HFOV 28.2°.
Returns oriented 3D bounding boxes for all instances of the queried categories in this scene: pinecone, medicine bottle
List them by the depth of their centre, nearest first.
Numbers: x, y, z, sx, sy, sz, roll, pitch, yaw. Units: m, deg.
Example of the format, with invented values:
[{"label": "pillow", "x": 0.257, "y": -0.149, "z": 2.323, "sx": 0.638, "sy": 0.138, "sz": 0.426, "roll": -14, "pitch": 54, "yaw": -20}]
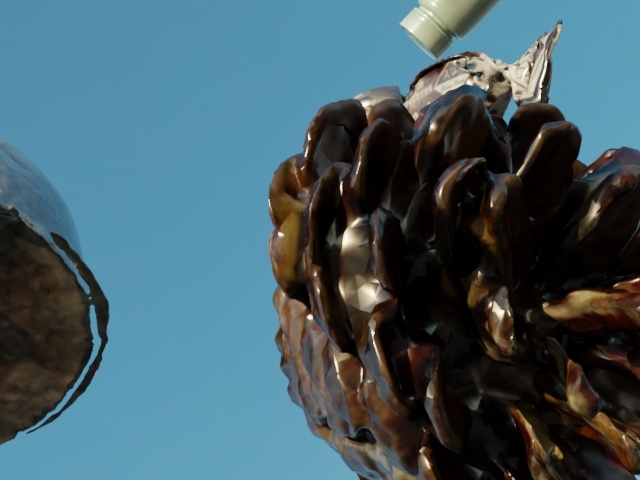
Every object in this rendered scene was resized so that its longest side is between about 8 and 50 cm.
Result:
[{"label": "pinecone", "x": 0.097, "y": 0.041, "z": 0.758, "sx": 0.242, "sy": 0.296, "sz": 0.298, "roll": -36, "pitch": -68, "yaw": -21}, {"label": "medicine bottle", "x": 0.101, "y": -0.177, "z": 0.945, "sx": 0.083, "sy": 0.047, "sz": 0.047, "roll": -46, "pitch": -46, "yaw": 4}]

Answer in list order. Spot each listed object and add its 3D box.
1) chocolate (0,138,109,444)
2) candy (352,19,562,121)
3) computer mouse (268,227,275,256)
[{"label": "chocolate", "x": -0.326, "y": 0.008, "z": 1.032, "sx": 0.303, "sy": 0.213, "sz": 0.303, "roll": -6, "pitch": -51, "yaw": -7}, {"label": "candy", "x": 0.092, "y": -0.090, "z": 0.913, "sx": 0.051, "sy": 0.094, "sz": 0.226, "roll": 1, "pitch": -16, "yaw": -36}, {"label": "computer mouse", "x": 0.002, "y": 0.000, "z": 1.089, "sx": 0.096, "sy": 0.066, "sz": 0.039, "roll": -25, "pitch": -8, "yaw": 34}]
